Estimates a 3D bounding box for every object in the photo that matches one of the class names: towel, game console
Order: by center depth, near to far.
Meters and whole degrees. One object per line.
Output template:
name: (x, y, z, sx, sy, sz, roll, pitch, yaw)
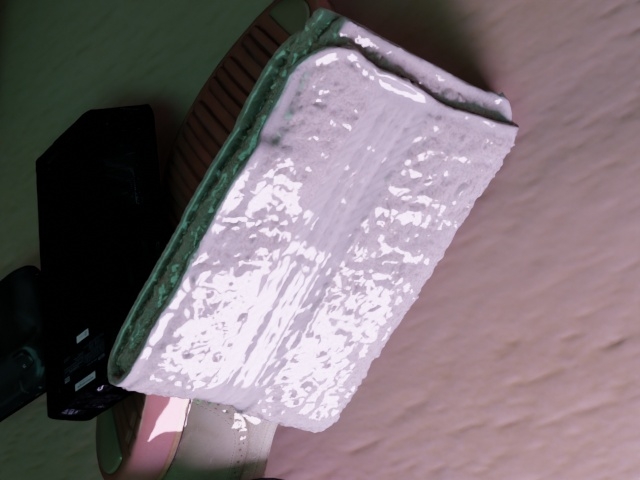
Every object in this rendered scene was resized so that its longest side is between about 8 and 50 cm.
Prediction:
towel: (0.000, 0.000, 0.861, 0.187, 0.049, 0.282, 20, 108, -35)
game console: (-0.227, 0.053, 1.031, 0.361, 0.044, 0.213, -32, 57, 45)

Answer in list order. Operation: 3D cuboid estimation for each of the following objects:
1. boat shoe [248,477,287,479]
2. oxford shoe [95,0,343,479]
boat shoe: (-0.086, 0.370, 1.095, 0.186, 0.156, 0.500, 21, 136, 2)
oxford shoe: (-0.044, 0.010, 0.959, 0.146, 0.140, 0.397, 12, 114, -26)
